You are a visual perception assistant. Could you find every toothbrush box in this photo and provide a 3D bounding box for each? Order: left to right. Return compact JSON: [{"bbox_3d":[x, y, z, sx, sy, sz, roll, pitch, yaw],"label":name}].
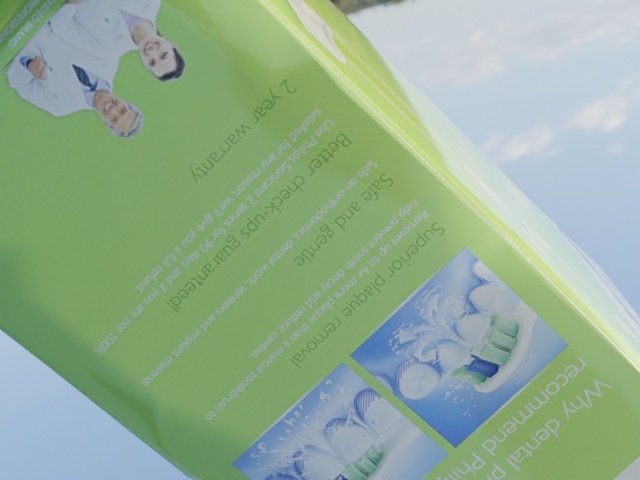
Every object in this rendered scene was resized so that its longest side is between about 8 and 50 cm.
[{"bbox_3d":[0.000,0.000,0.448,0.122,0.283,0.206,-45,-160,11],"label":"toothbrush box"}]
